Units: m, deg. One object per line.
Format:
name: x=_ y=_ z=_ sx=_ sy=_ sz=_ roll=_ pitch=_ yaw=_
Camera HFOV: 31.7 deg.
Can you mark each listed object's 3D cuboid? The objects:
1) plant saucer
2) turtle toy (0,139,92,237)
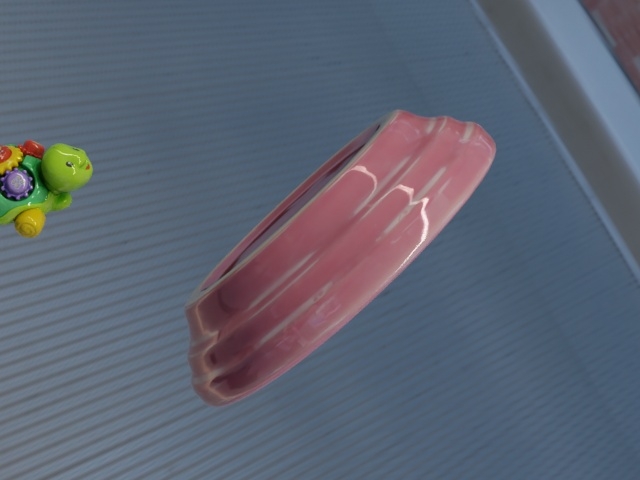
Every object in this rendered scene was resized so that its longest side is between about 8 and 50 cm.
plant saucer: x=0.000 y=0.000 z=0.966 sx=0.084 sy=0.332 sz=0.332 roll=48 pitch=38 yaw=-6
turtle toy: x=-0.262 y=-0.053 z=0.996 sx=0.095 sy=0.130 sz=0.066 roll=-83 pitch=166 yaw=-49
